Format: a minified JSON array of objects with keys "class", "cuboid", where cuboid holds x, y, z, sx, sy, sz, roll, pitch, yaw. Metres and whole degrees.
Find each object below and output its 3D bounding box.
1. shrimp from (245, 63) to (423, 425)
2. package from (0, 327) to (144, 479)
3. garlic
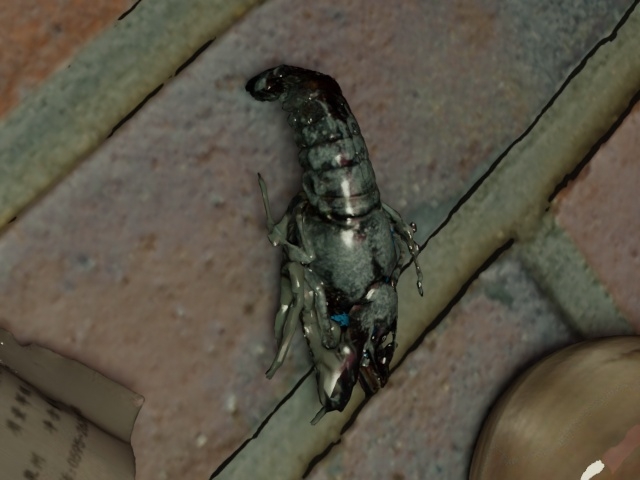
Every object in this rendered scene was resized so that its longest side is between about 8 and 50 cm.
[{"class":"shrimp","cuboid":[0.002,-0.002,0.836,0.082,0.076,0.174,-11,88,-28]},{"class":"package","cuboid":[-0.181,0.101,0.660,0.204,0.062,0.251,34,45,-17]},{"class":"garlic","cuboid":[0.186,0.119,0.937,0.266,0.148,0.128,-3,49,-30]}]
